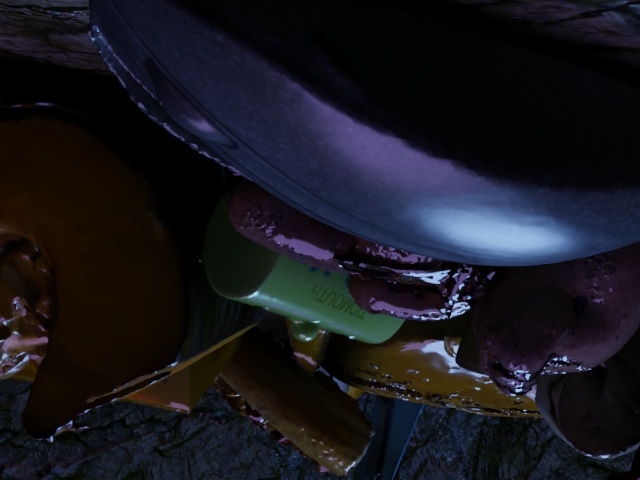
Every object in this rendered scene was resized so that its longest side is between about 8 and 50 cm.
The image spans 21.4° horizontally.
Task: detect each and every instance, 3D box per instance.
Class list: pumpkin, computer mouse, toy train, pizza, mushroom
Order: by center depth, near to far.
[{"bbox_3d":[0.044,-0.056,0.931,0.374,0.114,0.203,14,174,-13],"label":"computer mouse"},{"bbox_3d":[0.000,0.000,1.298,0.105,0.157,0.253,7,172,32],"label":"toy train"},{"bbox_3d":[-0.201,0.008,1.336,0.303,0.256,0.225,36,-177,9],"label":"pumpkin"},{"bbox_3d":[0.256,0.092,1.452,0.254,0.189,0.195,25,-175,6],"label":"mushroom"},{"bbox_3d":[-0.038,0.154,1.692,0.289,0.081,0.229,36,-177,32],"label":"pizza"}]

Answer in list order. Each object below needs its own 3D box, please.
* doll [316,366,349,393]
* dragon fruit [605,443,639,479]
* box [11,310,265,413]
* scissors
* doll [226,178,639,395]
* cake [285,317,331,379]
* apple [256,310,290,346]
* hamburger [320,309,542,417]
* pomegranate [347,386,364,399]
[{"bbox_3d":[0.136,0.128,1.939,0.271,0.144,0.208,-21,-151,-35],"label":"doll"},{"bbox_3d":[0.398,0.170,1.353,0.329,0.286,0.228,13,-167,14],"label":"dragon fruit"},{"bbox_3d":[-0.268,0.020,1.613,0.415,0.115,0.264,11,-149,16],"label":"box"},{"bbox_3d":[0.106,0.174,1.991,0.180,0.393,0.032,15,129,8],"label":"scissors"},{"bbox_3d":[0.088,0.018,1.137,0.303,0.156,0.201,12,141,-11],"label":"doll"},{"bbox_3d":[-0.026,0.032,1.565,0.116,0.185,0.079,24,-147,3],"label":"cake"},{"bbox_3d":[-0.024,0.043,1.914,0.193,0.120,0.265,-19,-168,-28],"label":"apple"},{"bbox_3d":[0.141,0.078,1.690,0.304,0.174,0.284,12,168,-20],"label":"hamburger"},{"bbox_3d":[-0.009,0.145,2.391,0.207,0.207,0.207,12,174,1],"label":"pomegranate"}]
